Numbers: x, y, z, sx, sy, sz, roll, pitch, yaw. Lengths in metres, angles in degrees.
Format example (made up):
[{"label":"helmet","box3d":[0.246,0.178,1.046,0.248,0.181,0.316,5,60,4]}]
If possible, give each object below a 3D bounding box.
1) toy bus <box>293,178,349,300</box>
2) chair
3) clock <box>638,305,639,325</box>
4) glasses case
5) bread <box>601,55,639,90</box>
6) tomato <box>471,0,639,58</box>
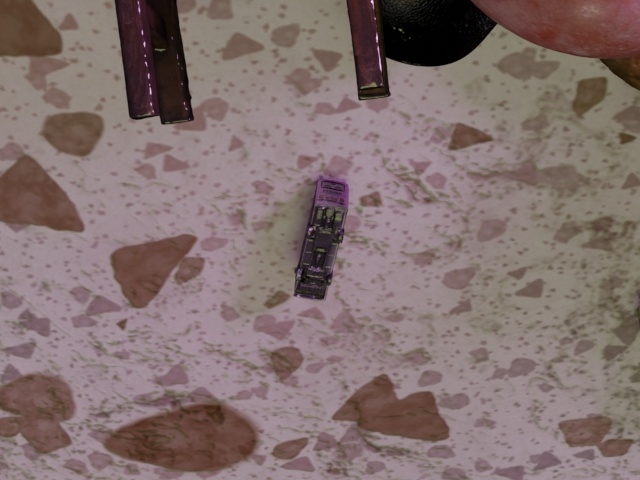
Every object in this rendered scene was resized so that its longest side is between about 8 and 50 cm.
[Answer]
[{"label":"toy bus","box3d":[0.000,0.000,1.741,0.037,0.052,0.130,8,135,-5]},{"label":"chair","box3d":[-0.065,-0.303,1.318,0.203,0.416,0.240,-7,-177,5]},{"label":"clock","box3d":[0.432,0.127,1.895,0.170,0.069,0.232,-12,138,10]},{"label":"glasses case","box3d":[0.128,-0.259,1.436,0.122,0.075,0.314,18,132,-18]},{"label":"bread","box3d":[0.305,-0.224,1.454,0.230,0.123,0.230,0,135,0]},{"label":"tomato","box3d":[0.216,-0.248,1.225,0.227,0.270,0.270,36,128,-12]}]
